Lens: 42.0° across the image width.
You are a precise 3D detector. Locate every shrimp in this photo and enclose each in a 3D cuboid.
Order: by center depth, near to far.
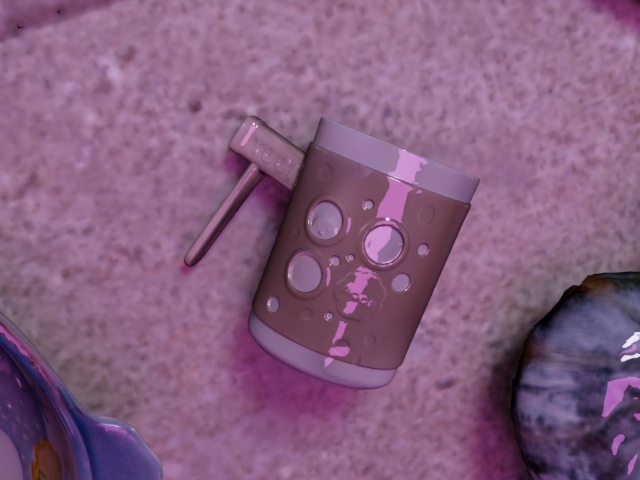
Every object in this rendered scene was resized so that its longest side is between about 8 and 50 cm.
[{"bbox_3d":[0.199,0.187,0.383,0.137,0.172,0.372,-31,100,-9],"label":"shrimp"}]

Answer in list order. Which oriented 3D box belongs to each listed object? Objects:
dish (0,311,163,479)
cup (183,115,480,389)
[{"bbox_3d":[-0.196,0.097,0.323,0.236,0.086,0.228,20,99,-16],"label":"dish"},{"bbox_3d":[0.003,0.002,0.349,0.102,0.074,0.099,19,98,-15],"label":"cup"}]
